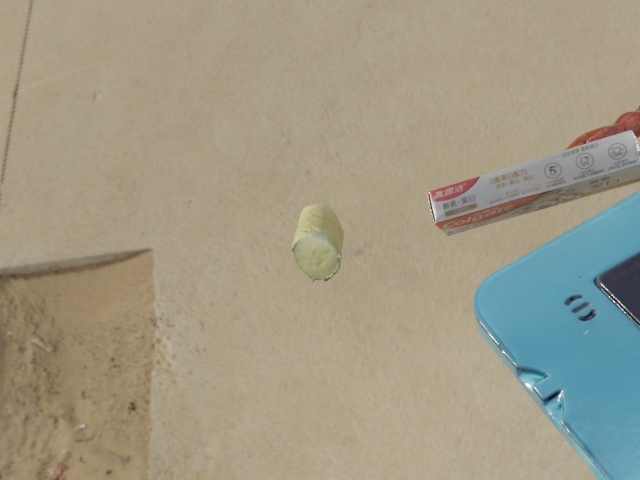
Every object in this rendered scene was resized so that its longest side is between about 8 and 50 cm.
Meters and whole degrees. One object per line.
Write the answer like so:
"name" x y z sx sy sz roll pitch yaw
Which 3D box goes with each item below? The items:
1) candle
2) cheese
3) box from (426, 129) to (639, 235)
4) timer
"candle" 0.362 -0.113 1.002 0.329 0.051 0.048 -29 98 -9
"cheese" 0.000 0.000 1.459 0.093 0.167 0.123 -30 110 19
"box" 0.226 -0.057 0.723 0.218 0.055 0.040 -16 69 19
"timer" 0.282 0.083 0.564 0.249 0.091 0.232 -25 49 -9
